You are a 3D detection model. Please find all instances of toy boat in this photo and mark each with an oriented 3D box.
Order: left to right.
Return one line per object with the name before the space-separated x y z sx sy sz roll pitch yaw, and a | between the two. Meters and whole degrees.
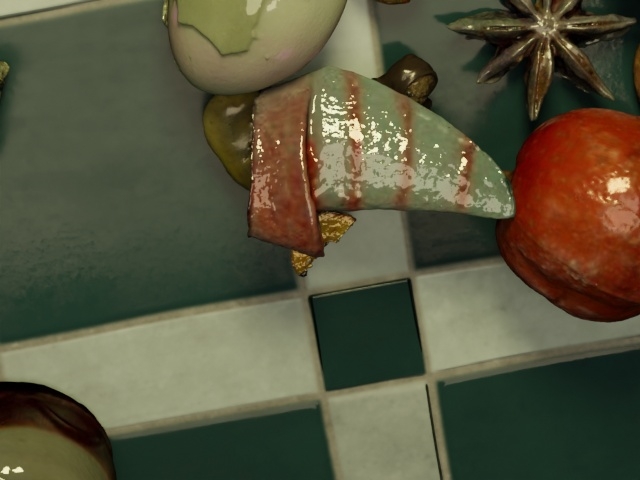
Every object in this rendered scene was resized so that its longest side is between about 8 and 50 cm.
toy boat | 0.067 -0.080 1.567 0.282 0.096 0.206 3 83 5

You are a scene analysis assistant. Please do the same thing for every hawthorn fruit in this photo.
hawthorn fruit | 0.278 -0.041 1.625 0.271 0.242 0.242 24 102 5

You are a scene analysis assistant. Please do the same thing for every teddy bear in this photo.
teddy bear | 0.065 -0.142 1.650 0.119 0.078 0.160 12 121 -49

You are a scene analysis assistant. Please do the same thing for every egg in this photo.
egg | -0.072 -0.250 1.556 0.183 0.183 0.217 27 112 -11

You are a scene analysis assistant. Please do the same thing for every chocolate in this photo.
chocolate | -0.362 0.314 1.677 0.283 0.186 0.284 -1 105 -4

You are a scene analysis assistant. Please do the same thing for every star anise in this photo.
star anise | 0.250 -0.222 1.647 0.204 0.061 0.181 -21 94 -4

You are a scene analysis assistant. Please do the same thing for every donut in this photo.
donut | 0.000 0.000 1.701 0.067 0.038 0.083 8 109 -9

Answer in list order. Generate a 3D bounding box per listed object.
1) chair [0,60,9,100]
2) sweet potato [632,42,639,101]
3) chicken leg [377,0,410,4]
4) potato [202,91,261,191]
chair | -0.404 -0.190 1.565 0.147 0.136 0.270 11 102 -9
sweet potato | 0.429 -0.089 1.700 0.072 0.066 0.314 -23 103 -6
chicken leg | 0.070 -0.357 1.588 0.101 0.085 0.208 -9 101 33
potato | -0.073 -0.111 1.647 0.091 0.070 0.138 -31 103 10
